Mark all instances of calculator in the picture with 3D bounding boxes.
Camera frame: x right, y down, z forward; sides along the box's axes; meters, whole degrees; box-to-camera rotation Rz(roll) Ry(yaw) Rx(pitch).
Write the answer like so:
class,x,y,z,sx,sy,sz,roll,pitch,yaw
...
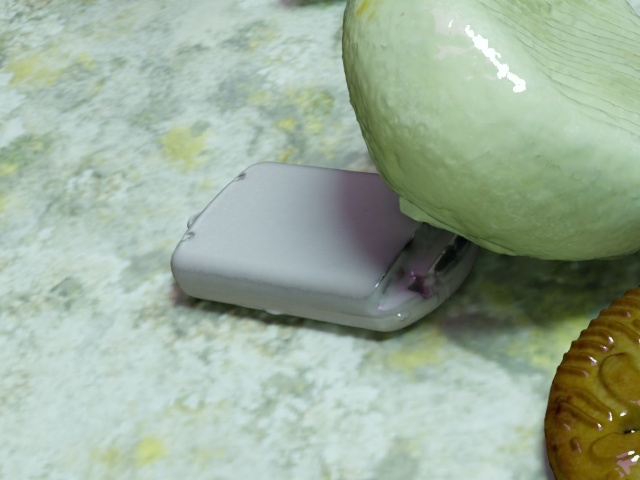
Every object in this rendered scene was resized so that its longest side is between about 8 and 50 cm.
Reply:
class,x,y,z,sx,sy,sz,roll,pitch,yaw
calculator,0.000,0.000,0.843,0.175,0.032,0.100,8,44,34

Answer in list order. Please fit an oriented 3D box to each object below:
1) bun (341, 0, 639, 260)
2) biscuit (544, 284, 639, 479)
class,x,y,z,sx,sy,sz,roll,pitch,yaw
bun,0.090,-0.065,0.788,0.127,0.222,0.222,-46,26,26
biscuit,0.185,0.066,0.672,0.188,0.027,0.188,-12,36,9
